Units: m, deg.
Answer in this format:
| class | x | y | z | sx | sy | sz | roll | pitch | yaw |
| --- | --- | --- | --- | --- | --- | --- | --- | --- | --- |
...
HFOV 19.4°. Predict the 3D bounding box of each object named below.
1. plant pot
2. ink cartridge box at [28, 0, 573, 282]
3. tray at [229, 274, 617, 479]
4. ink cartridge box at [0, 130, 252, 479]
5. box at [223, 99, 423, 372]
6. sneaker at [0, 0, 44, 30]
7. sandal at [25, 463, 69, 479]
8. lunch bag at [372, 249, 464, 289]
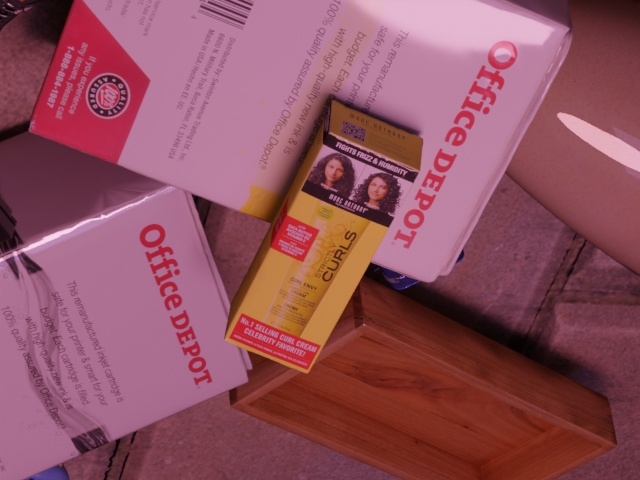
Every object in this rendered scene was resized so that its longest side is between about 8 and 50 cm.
| class | x | y | z | sx | sy | sz | roll | pitch | yaw |
| --- | --- | --- | --- | --- | --- | --- | --- | --- | --- |
| plant pot | 0.250 | -0.137 | 1.786 | 0.274 | 0.256 | 0.256 | 26 | 118 | -16 |
| ink cartridge box | -0.016 | -0.168 | 1.602 | 0.384 | 0.160 | 0.279 | 22 | 121 | -8 |
| tray | 0.117 | 0.177 | 2.074 | 0.411 | 0.076 | 0.203 | 28 | 133 | -36 |
| ink cartridge box | -0.295 | 0.071 | 1.772 | 0.394 | 0.166 | 0.285 | -23 | 135 | -7 |
| box | 0.000 | 0.000 | 1.576 | 0.087 | 0.058 | 0.232 | 23 | 123 | -9 |
| sneaker | -0.261 | -0.225 | 1.603 | 0.072 | 0.077 | 0.178 | 28 | 116 | -36 |
| sandal | -0.377 | 0.349 | 2.025 | 0.126 | 0.138 | 0.317 | 26 | 115 | -34 |
| lunch bag | 0.096 | 0.006 | 1.949 | 0.098 | 0.067 | 0.065 | -25 | 133 | 5 |
